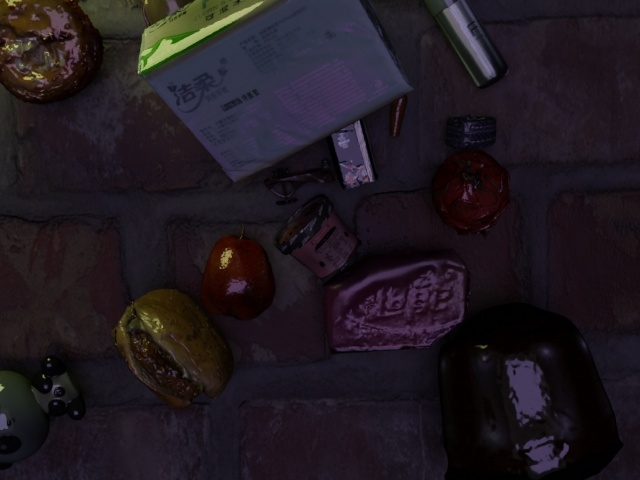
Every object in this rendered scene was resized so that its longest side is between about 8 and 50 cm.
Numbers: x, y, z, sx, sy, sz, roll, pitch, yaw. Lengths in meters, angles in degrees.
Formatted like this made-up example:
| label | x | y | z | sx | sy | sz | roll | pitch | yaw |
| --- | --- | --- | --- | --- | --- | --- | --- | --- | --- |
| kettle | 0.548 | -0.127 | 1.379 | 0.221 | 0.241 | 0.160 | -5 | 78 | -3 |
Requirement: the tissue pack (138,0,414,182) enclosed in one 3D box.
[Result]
| label | x | y | z | sx | sy | sz | roll | pitch | yaw |
| --- | --- | --- | --- | --- | --- | --- | --- | --- | --- |
| tissue pack | -0.079 | -0.339 | 1.455 | 0.404 | 0.205 | 0.332 | -24 | 136 | 16 |

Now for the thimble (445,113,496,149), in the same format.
| label | x | y | z | sx | sy | sz | roll | pitch | yaw |
| --- | --- | --- | --- | --- | --- | --- | --- | --- | --- |
| thimble | 0.319 | -0.231 | 1.647 | 0.104 | 0.095 | 0.066 | -14 | 110 | -37 |

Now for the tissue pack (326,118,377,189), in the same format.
| label | x | y | z | sx | sy | sz | roll | pitch | yaw |
| --- | --- | --- | --- | --- | --- | --- | --- | --- | --- |
| tissue pack | 0.062 | -0.199 | 1.632 | 0.090 | 0.103 | 0.170 | -14 | 97 | 5 |

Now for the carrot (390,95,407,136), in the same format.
| label | x | y | z | sx | sy | sz | roll | pitch | yaw |
| --- | --- | --- | --- | --- | --- | --- | --- | --- | --- |
| carrot | 0.166 | -0.271 | 1.665 | 0.032 | 0.032 | 0.093 | 8 | 102 | -3 |

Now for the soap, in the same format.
| label | x | y | z | sx | sy | sz | roll | pitch | yaw |
| --- | --- | --- | --- | --- | --- | --- | --- | --- | --- |
| soap | 0.167 | 0.128 | 1.666 | 0.324 | 0.127 | 0.220 | -4 | 99 | -3 |

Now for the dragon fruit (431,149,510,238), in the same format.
| label | x | y | z | sx | sy | sz | roll | pitch | yaw |
| --- | --- | --- | --- | --- | --- | --- | --- | --- | --- |
| dragon fruit | 0.315 | -0.103 | 1.615 | 0.172 | 0.209 | 0.172 | -6 | 56 | 9 |

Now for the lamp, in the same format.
| label | x | y | z | sx | sy | sz | roll | pitch | yaw |
| --- | --- | --- | --- | --- | --- | --- | --- | --- | --- |
| lamp | -0.634 | 0.357 | 1.639 | 0.243 | 0.198 | 0.198 | -28 | 97 | -8 |

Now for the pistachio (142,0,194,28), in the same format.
| label | x | y | z | sx | sy | sz | roll | pitch | yaw |
| --- | --- | --- | --- | --- | --- | --- | --- | --- | --- |
| pistachio | -0.284 | -0.444 | 1.580 | 0.131 | 0.129 | 0.206 | -27 | 103 | -9 |

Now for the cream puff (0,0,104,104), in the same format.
| label | x | y | z | sx | sy | sz | roll | pitch | yaw |
| --- | --- | --- | --- | --- | --- | --- | --- | --- | --- |
| cream puff | -0.556 | -0.395 | 1.559 | 0.239 | 0.164 | 0.240 | 1 | 111 | 3 |

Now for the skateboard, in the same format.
| label | x | y | z | sx | sy | sz | roll | pitch | yaw |
| --- | --- | --- | --- | --- | --- | --- | --- | --- | --- |
| skateboard | -0.044 | -0.124 | 1.665 | 0.151 | 0.067 | 0.080 | -9 | 107 | 4 |

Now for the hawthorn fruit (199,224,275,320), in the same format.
| label | x | y | z | sx | sy | sz | roll | pitch | yaw |
| --- | --- | --- | --- | --- | --- | --- | --- | --- | --- |
| hawthorn fruit | -0.170 | 0.082 | 1.634 | 0.173 | 0.179 | 0.174 | 4 | 136 | 3 |

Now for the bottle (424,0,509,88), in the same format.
| label | x | y | z | sx | sy | sz | roll | pitch | yaw |
| --- | --- | --- | --- | --- | --- | --- | --- | --- | --- |
| bottle | 0.306 | -0.444 | 1.629 | 0.096 | 0.079 | 0.254 | -40 | 99 | -36 |

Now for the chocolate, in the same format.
| label | x | y | z | sx | sy | sz | roll | pitch | yaw |
| --- | --- | --- | --- | --- | --- | --- | --- | --- | --- |
| chocolate | 0.393 | 0.305 | 1.587 | 0.383 | 0.383 | 0.332 | -20 | 92 | 0 |

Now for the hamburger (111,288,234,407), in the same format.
| label | x | y | z | sx | sy | sz | roll | pitch | yaw |
| --- | --- | --- | --- | --- | --- | --- | --- | --- | --- |
| hamburger | -0.289 | 0.216 | 1.577 | 0.144 | 0.283 | 0.259 | -37 | 101 | 11 |

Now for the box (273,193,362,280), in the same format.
| label | x | y | z | sx | sy | sz | roll | pitch | yaw |
| --- | --- | --- | --- | --- | --- | --- | --- | --- | --- |
| box | 0.000 | 0.000 | 1.636 | 0.151 | 0.151 | 0.135 | -45 | 105 | 3 |
